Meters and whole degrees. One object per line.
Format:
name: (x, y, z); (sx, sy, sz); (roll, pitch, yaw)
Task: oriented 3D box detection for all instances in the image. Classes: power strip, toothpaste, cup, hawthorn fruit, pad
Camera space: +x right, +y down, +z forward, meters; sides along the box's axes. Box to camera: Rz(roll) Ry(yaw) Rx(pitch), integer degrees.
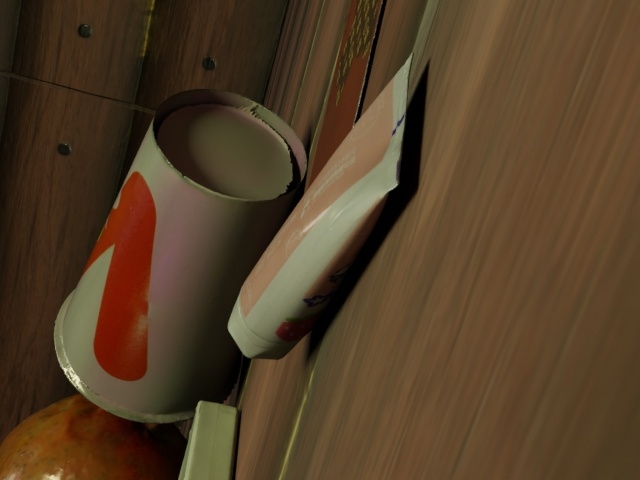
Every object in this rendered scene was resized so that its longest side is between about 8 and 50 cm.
power strip: (-0.101, 0.259, 0.668); (0.367, 0.043, 0.106); (-93, 18, -67)
toothpaste: (0.000, 0.000, 0.411); (0.194, 0.043, 0.067); (124, 161, -54)
cup: (-0.125, 0.012, 0.824); (0.203, 0.203, 0.288); (-84, 17, -45)
hawthorn fruit: (-0.270, 0.306, 1.128); (0.298, 0.277, 0.277); (-52, 12, 10)
pad: (0.027, -0.149, 0.600); (0.181, 0.004, 0.267); (154, 129, -81)
